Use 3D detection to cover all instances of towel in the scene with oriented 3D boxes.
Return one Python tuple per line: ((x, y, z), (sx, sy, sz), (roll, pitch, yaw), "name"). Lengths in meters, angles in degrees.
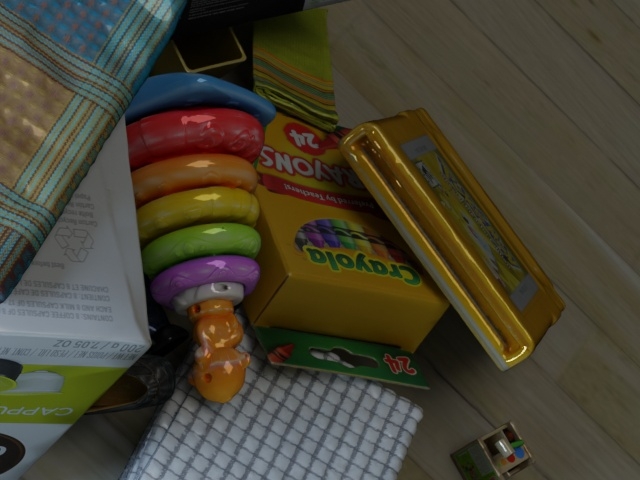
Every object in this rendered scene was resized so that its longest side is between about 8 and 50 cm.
((-0.059, 0.220, 1.826), (0.235, 0.121, 0.284), (31, 46, -6), "towel")
((-0.276, -0.156, 1.501), (0.271, 0.040, 0.370), (34, 48, -11), "towel")
((-0.030, -0.208, 2.088), (0.102, 0.021, 0.237), (26, 31, -21), "towel")

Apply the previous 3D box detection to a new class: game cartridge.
((0.150, -0.013, 2.029), (0.285, 0.052, 0.323), (54, 16, 2), "game cartridge")

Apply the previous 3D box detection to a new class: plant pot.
((-0.145, -0.198, 2.021), (0.081, 0.083, 0.081), (-18, 76, -40), "plant pot")

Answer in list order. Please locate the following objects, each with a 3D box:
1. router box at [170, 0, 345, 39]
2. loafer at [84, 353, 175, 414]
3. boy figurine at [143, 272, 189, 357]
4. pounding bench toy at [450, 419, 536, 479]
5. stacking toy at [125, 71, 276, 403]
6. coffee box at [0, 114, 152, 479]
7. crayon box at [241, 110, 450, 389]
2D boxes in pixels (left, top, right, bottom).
((-0.130, -0.323, 2.033), (0.309, 0.081, 0.243), (-18, 46, -39), "router box")
((-0.221, 0.132, 1.748), (0.061, 0.170, 0.062), (-16, 97, -78), "loafer")
((-0.240, -0.006, 1.839), (0.285, 0.092, 0.177), (59, 30, 9), "boy figurine")
((0.193, 0.223, 2.015), (0.065, 0.083, 0.052), (-23, 79, -39), "pounding bench toy")
((-0.114, 0.007, 1.798), (0.166, 0.175, 0.302), (20, 53, -60), "stacking toy")
((-0.374, -0.002, 1.592), (0.337, 0.334, 0.338), (7, 59, -31), "coffee box")
((0.000, 0.000, 1.932), (0.202, 0.081, 0.318), (11, 39, -35), "crayon box")
